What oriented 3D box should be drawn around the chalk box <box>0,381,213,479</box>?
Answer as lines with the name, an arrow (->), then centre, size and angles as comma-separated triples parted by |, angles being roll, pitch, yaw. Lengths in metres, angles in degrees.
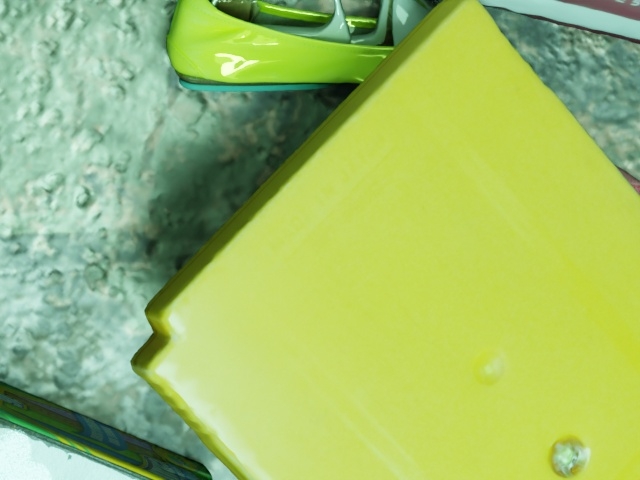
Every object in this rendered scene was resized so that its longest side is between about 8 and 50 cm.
chalk box -> -0.138, 0.186, 1.062 | 0.213, 0.132, 0.132 | 25, 89, -10

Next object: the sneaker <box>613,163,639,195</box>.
sneaker -> 0.119, 0.083, 1.099 | 0.136, 0.116, 0.314 | 21, 91, -11

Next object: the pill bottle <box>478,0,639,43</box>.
pill bottle -> 0.164, -0.236, 1.026 | 0.392, 0.224, 0.224 | 12, 93, -9

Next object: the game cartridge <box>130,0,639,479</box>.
game cartridge -> 0.086, 0.070, 1.018 | 0.285, 0.053, 0.323 | -46, 107, -13

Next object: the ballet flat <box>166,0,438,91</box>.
ballet flat -> 0.021, -0.125, 1.075 | 0.231, 0.077, 0.077 | 4, 112, 0
